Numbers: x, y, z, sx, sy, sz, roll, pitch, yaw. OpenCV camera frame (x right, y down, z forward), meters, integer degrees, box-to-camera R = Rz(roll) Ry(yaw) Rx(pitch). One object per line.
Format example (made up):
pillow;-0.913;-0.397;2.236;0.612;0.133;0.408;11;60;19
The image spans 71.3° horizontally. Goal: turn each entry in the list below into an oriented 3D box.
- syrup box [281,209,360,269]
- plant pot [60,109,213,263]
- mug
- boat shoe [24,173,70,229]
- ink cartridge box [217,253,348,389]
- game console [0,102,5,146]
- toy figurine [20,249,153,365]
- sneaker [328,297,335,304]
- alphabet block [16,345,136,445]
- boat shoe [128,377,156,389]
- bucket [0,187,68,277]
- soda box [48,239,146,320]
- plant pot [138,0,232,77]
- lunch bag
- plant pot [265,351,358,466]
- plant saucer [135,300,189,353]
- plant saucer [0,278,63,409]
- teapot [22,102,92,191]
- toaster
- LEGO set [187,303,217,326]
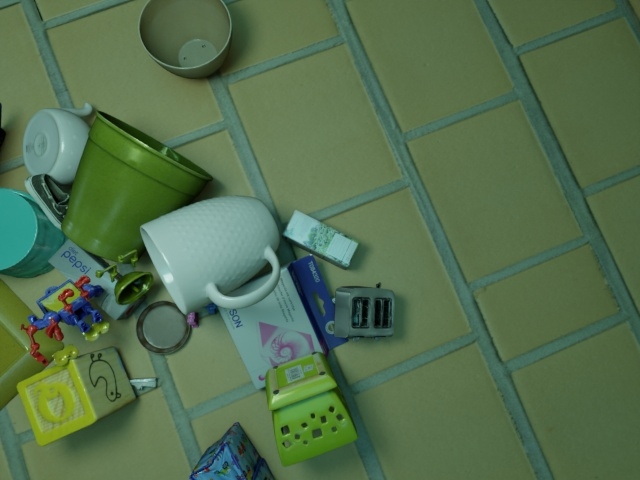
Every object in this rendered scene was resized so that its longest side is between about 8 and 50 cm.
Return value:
syrup box;0.000;0.000;1.446;0.237;0.096;0.093;26;80;1
plant pot;-0.575;-0.135;1.336;0.367;0.366;0.352;33;94;2
mug;-0.268;0.043;1.254;0.328;0.276;0.374;-28;51;-25
boat shoe;-0.788;-0.106;1.348;0.070;0.219;0.077;-12;44;10
ink cartridge box;-0.112;0.251;1.383;0.331;0.071;0.323;-24;100;-4
game console;-1.096;-0.267;1.359;0.251;0.173;0.292;2;65;-2
toy figurine;-0.689;0.146;1.251;0.217;0.191;0.362;21;49;29
sneaker;0.073;0.217;1.450;0.099;0.038;0.069;-6;82;-3
alphabet block;-0.697;0.440;1.289;0.194;0.197;0.192;-27;84;6
boat shoe;-0.564;0.449;1.393;0.100;0.035;0.035;-1;80;-9
bucket;-0.938;-0.021;1.363;0.282;0.183;0.280;1;82;-4
soda box;-0.697;0.124;1.401;0.286;0.091;0.098;40;83;3
plant pot;-0.422;-0.648;1.466;0.285;0.191;0.283;0;82;-3
lunch bag;-0.210;0.704;1.280;0.138;0.221;0.293;-42;86;-7
plant pot;-0.043;0.465;1.289;0.227;0.228;0.207;-18;103;-6
plant saucer;-0.499;0.275;1.421;0.169;0.029;0.168;0;83;-2
plant saucer;-1.036;0.334;1.364;0.333;0.081;0.333;44;83;4
teapot;-0.791;-0.281;1.412;0.252;0.187;0.256;46;110;22
toaster;0.137;0.219;1.394;0.168;0.110;0.185;6;84;-24
LEGO set;-0.371;0.160;1.409;0.087;0.093;0.226;-2;82;-3
